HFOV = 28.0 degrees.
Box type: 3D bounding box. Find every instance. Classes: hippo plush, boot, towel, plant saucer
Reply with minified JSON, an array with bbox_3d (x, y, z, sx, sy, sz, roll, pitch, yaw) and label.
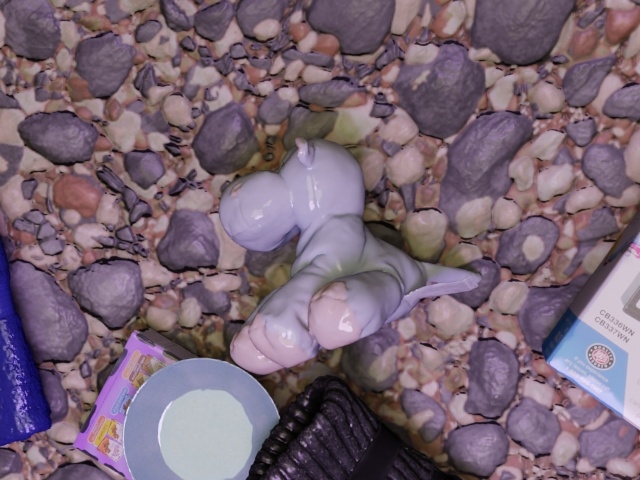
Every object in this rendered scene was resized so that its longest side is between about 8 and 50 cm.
[{"bbox_3d":[0.000,0.000,1.470,0.294,0.234,0.236,-23,87,9],"label":"hippo plush"},{"bbox_3d":[0.020,0.352,1.428,0.260,0.131,0.348,38,56,-23],"label":"boot"},{"bbox_3d":[-0.473,0.121,1.634,0.228,0.076,0.308,-17,88,16],"label":"towel"},{"bbox_3d":[-0.136,0.234,1.520,0.195,0.037,0.195,0,90,8],"label":"plant saucer"}]

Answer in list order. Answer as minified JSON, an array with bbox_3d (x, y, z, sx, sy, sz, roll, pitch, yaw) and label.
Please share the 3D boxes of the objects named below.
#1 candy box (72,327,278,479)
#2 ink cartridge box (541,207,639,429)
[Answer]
[{"bbox_3d":[-0.177,0.227,1.583,0.196,0.070,0.165,30,95,8],"label":"candy box"},{"bbox_3d":[0.404,0.074,1.423,0.198,0.197,0.270,35,95,7],"label":"ink cartridge box"}]
